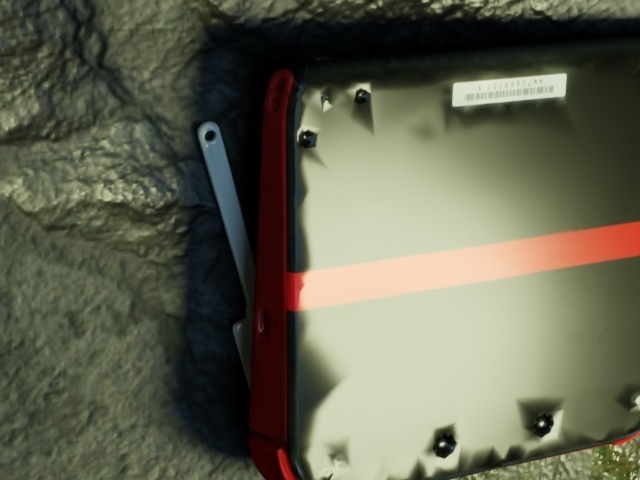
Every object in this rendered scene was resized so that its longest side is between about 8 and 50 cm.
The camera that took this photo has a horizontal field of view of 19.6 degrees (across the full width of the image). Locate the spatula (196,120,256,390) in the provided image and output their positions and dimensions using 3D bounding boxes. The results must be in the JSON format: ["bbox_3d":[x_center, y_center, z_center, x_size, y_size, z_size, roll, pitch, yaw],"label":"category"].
[{"bbox_3d":[0.000,0.000,1.374,0.168,0.019,0.242,-21,115,-15],"label":"spatula"}]

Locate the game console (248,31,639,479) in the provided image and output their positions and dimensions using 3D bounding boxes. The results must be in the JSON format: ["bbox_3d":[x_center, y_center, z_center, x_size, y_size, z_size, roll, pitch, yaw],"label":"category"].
[{"bbox_3d":[0.122,0.018,1.407,0.386,0.060,0.342,-8,107,-31],"label":"game console"}]
